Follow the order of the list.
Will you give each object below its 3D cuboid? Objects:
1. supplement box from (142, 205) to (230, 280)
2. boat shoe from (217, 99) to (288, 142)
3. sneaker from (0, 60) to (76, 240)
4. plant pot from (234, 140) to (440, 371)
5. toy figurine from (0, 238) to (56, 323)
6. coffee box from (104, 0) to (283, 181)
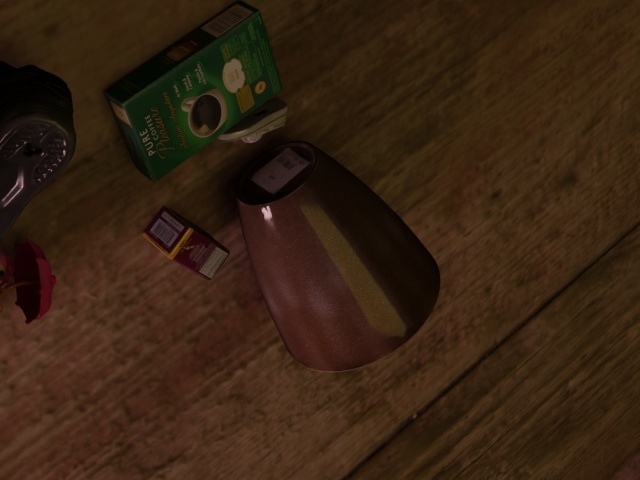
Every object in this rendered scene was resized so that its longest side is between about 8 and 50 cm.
[{"bbox_3d":[-0.150,0.004,1.284,0.043,0.055,0.083,-54,145,0],"label":"supplement box"},{"bbox_3d":[-0.076,-0.126,1.280,0.100,0.035,0.035,-32,136,-37],"label":"boat shoe"},{"bbox_3d":[-0.301,-0.074,1.031,0.087,0.130,0.227,33,121,-31],"label":"sneaker"},{"bbox_3d":[0.000,0.000,1.348,0.215,0.215,0.230,-43,127,-15],"label":"plant pot"},{"bbox_3d":[-0.336,0.055,1.102,0.159,0.130,0.173,-50,121,-28],"label":"toy figurine"},{"bbox_3d":[-0.129,-0.157,1.190,0.184,0.040,0.113,-40,141,-19],"label":"coffee box"}]
